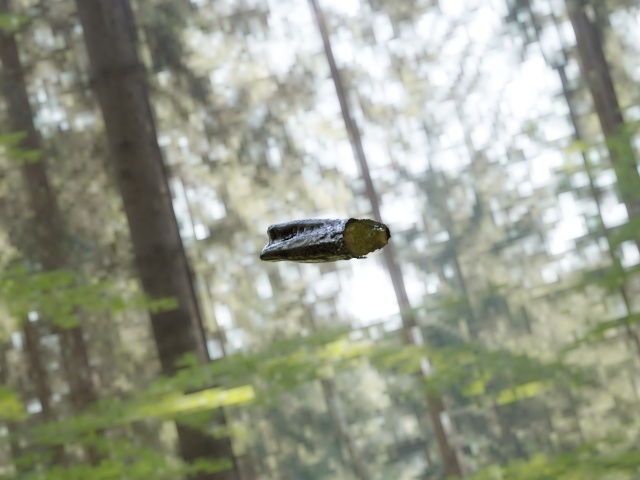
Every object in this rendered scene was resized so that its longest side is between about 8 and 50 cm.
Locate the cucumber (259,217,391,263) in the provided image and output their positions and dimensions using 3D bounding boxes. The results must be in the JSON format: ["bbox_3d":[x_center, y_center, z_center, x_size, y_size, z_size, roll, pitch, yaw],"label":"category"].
[{"bbox_3d":[0.002,0.000,1.252,0.034,0.033,0.135,12,-9,-31],"label":"cucumber"}]
